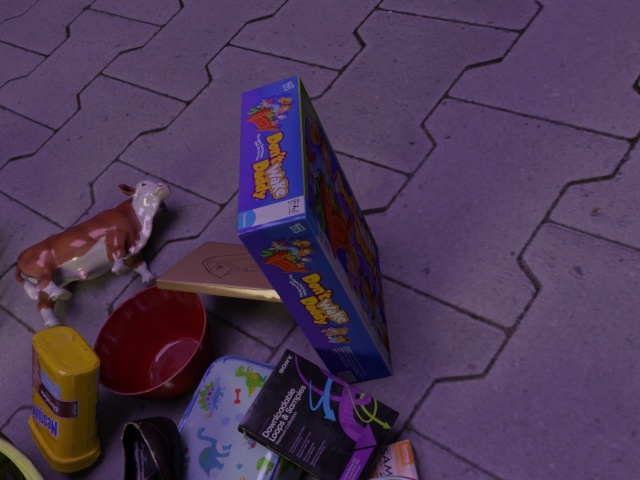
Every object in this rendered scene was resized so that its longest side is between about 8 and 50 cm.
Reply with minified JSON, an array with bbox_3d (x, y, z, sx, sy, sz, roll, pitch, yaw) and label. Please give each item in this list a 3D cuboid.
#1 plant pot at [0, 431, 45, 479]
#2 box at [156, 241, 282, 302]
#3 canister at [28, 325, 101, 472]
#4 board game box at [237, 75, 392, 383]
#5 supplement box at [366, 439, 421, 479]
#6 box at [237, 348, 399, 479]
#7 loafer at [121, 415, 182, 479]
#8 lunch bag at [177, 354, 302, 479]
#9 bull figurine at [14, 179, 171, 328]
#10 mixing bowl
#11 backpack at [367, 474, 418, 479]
[{"bbox_3d":[-0.472,0.341,0.922,0.276,0.276,0.254,-45,13,-14],"label":"plant pot"},{"bbox_3d":[-0.118,0.044,1.105,0.201,0.021,0.164,5,20,18],"label":"box"},{"bbox_3d":[-0.363,0.222,1.041,0.073,0.170,0.126,-12,33,-39],"label":"canister"},{"bbox_3d":[0.000,0.000,0.940,0.078,0.347,0.233,-14,49,13],"label":"board game box"},{"bbox_3d":[0.071,0.287,0.887,0.098,0.036,0.062,-19,49,9],"label":"supplement box"},{"bbox_3d":[-0.002,0.218,0.884,0.162,0.029,0.116,28,63,10],"label":"box"},{"bbox_3d":[-0.203,0.309,0.857,0.080,0.078,0.220,-31,55,17],"label":"loafer"},{"bbox_3d":[-0.105,0.264,0.949,0.176,0.090,0.219,8,58,29],"label":"lunch bag"},{"bbox_3d":[-0.378,0.017,1.266,0.310,0.101,0.188,-28,49,1],"label":"bull figurine"},{"bbox_3d":[-0.231,0.164,1.082,0.181,0.098,0.181,-12,50,15],"label":"mixing bowl"},{"bbox_3d":[0.053,0.367,0.725,0.253,0.191,0.225,-33,49,6],"label":"backpack"}]
